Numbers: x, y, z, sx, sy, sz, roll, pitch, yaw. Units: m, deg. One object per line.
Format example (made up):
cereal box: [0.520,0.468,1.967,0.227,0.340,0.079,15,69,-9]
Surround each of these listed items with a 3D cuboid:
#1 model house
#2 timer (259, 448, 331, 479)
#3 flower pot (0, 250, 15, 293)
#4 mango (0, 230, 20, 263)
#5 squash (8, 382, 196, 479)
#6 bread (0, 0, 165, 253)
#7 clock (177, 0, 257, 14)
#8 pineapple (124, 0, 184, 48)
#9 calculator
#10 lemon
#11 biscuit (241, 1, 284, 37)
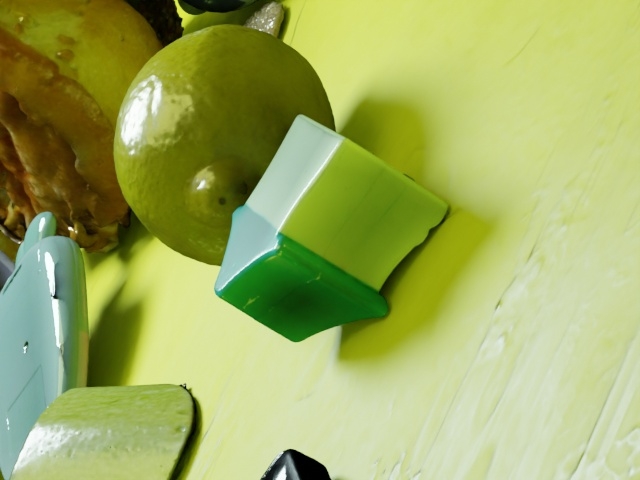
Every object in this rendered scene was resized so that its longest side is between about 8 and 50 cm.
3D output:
model house: [0.000,0.000,1.414,0.149,0.100,0.127,-56,20,1]
timer: [-0.053,0.236,1.273,0.187,0.055,0.144,-55,22,11]
flower pot: [-0.447,0.134,2.037,0.243,0.265,0.265,-44,23,57]
mango: [-0.419,0.044,2.258,0.193,0.146,0.316,-67,8,-23]
squash: [-0.181,0.223,1.637,0.204,0.155,0.237,82,-156,-60]
bread: [-0.305,-0.159,1.999,0.204,0.358,0.337,-49,-7,-25]
clock: [-0.105,-0.326,2.047,0.243,0.146,0.199,-105,38,-68]
pineapple: [-0.242,-0.284,2.083,0.141,0.170,0.310,-46,-25,-16]
calculator: [-0.270,0.103,1.863,0.185,0.041,0.299,-50,38,42]
lemon: [-0.075,-0.081,1.580,0.184,0.184,0.248,-47,17,28]
biscuit: [-0.073,-0.187,1.954,0.120,0.015,0.120,-47,24,29]
